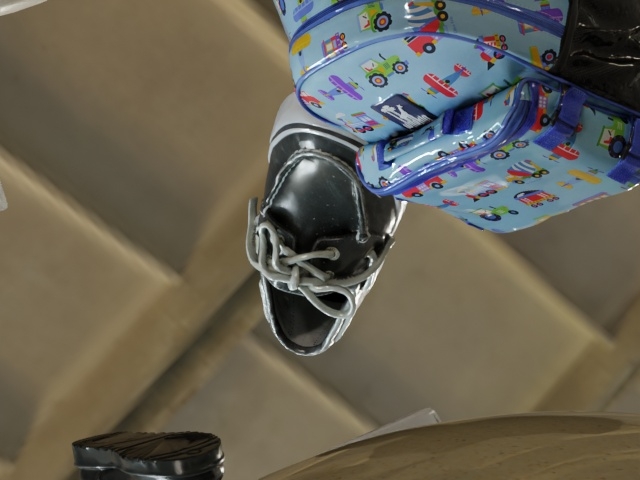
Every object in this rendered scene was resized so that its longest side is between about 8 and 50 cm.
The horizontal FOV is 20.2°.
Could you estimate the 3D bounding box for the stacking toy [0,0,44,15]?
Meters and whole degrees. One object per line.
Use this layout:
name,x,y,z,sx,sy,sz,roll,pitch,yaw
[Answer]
stacking toy,-0.264,-0.378,0.993,0.350,0.350,0.480,-42,-28,-10

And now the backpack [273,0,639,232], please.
backpack,0.063,-0.087,0.882,0.173,0.158,0.117,20,-115,-36

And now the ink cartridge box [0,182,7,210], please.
ink cartridge box,-0.301,-0.036,1.442,0.060,0.239,0.275,-19,-4,-1

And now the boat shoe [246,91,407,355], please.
boat shoe,-0.004,-0.001,1.347,0.306,0.113,0.105,107,-174,-65

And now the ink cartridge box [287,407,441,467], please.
ink cartridge box,-0.043,0.278,1.213,0.285,0.166,0.395,-22,-15,-12

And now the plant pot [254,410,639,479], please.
plant pot,0.024,0.163,0.469,0.191,0.284,0.284,23,-72,-29

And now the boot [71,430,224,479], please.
boot,-0.077,0.143,0.860,0.045,0.121,0.099,-13,-86,-36
